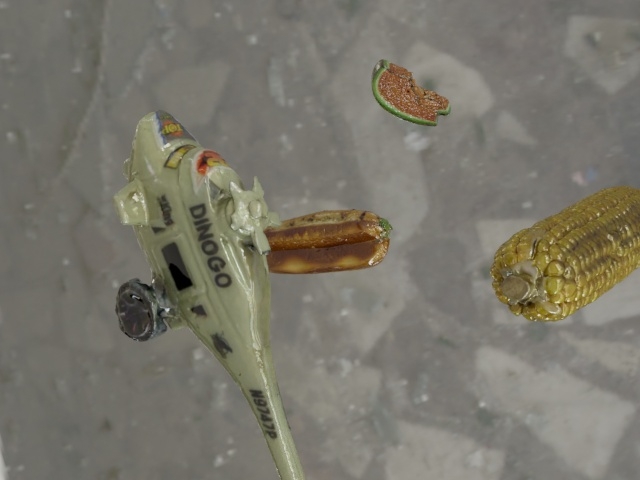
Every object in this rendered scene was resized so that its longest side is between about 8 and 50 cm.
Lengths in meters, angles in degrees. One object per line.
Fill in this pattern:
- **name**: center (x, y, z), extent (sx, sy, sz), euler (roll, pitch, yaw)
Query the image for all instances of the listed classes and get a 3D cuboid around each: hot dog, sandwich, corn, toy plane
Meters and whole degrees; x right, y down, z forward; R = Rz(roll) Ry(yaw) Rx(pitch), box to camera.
- **hot dog**: center (0.000, 0.000, 1.007), extent (0.122, 0.037, 0.049), euler (-3, 114, 28)
- **sandwich**: center (0.103, -0.185, 1.669), extent (0.067, 0.135, 0.029), euler (-13, 54, 35)
- **corn**: center (0.184, 0.008, 0.941), extent (0.068, 0.207, 0.068), euler (11, 110, 34)
- **toy plane**: center (-0.046, 0.055, 0.784), extent (0.108, 0.092, 0.286), euler (-22, 84, 44)
